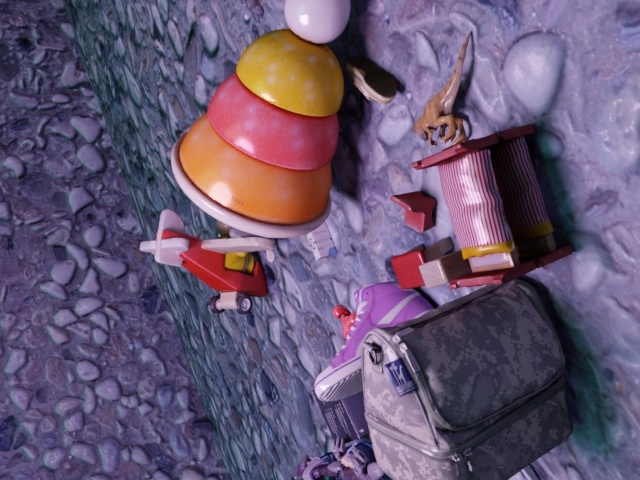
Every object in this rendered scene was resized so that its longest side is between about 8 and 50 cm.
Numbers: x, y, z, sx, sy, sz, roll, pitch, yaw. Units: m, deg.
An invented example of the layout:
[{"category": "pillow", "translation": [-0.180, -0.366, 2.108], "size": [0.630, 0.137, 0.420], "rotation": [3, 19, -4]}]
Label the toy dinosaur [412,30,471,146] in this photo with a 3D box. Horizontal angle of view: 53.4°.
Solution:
[{"category": "toy dinosaur", "translation": [0.195, -0.212, 1.016], "size": [0.112, 0.064, 0.211], "rotation": [64, 151, 20]}]

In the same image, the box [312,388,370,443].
[{"category": "box", "translation": [0.071, 0.413, 1.585], "size": [0.156, 0.093, 0.158], "rotation": [64, 153, 14]}]

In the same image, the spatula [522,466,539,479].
[{"category": "spatula", "translation": [0.277, 0.357, 1.096], "size": [0.242, 0.168, 0.019], "rotation": [52, 136, 20]}]

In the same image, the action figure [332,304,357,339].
[{"category": "action figure", "translation": [0.156, 0.203, 1.327], "size": [0.280, 0.139, 0.092], "rotation": [34, 135, 19]}]

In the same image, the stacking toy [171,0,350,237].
[{"category": "stacking toy", "translation": [-0.060, -0.275, 1.223], "size": [0.351, 0.350, 0.480], "rotation": [53, 130, 33]}]

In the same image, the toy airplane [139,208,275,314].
[{"category": "toy airplane", "translation": [-0.319, 0.017, 1.846], "size": [0.386, 0.273, 0.384], "rotation": [20, 154, 2]}]

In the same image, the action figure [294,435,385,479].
[{"category": "action figure", "translation": [0.060, 0.563, 1.536], "size": [0.285, 0.099, 0.185], "rotation": [-28, 94, 38]}]

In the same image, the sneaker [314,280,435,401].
[{"category": "sneaker", "translation": [0.082, 0.184, 1.234], "size": [0.161, 0.282, 0.102], "rotation": [48, 161, 32]}]

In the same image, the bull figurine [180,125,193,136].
[{"category": "bull figurine", "translation": [-0.331, -0.251, 1.945], "size": [0.310, 0.101, 0.189], "rotation": [25, 131, 58]}]

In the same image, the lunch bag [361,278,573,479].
[{"category": "lunch bag", "translation": [0.213, 0.211, 0.967], "size": [0.212, 0.305, 0.256], "rotation": [8, 114, 60]}]

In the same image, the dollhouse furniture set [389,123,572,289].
[{"category": "dollhouse furniture set", "translation": [0.195, -0.025, 1.026], "size": [0.374, 0.152, 0.201], "rotation": [-22, 86, 63]}]

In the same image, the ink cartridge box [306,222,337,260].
[{"category": "ink cartridge box", "translation": [0.000, 0.000, 1.523], "size": [0.028, 0.048, 0.083], "rotation": [-36, 73, 62]}]

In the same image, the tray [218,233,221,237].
[{"category": "tray", "translation": [-0.285, -0.029, 2.063], "size": [0.145, 0.030, 0.270], "rotation": [54, 148, 31]}]

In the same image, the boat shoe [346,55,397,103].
[{"category": "boat shoe", "translation": [0.092, -0.289, 1.177], "size": [0.153, 0.056, 0.048], "rotation": [52, 153, 40]}]

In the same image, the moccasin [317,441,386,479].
[{"category": "moccasin", "translation": [0.062, 0.630, 1.701], "size": [0.138, 0.116, 0.342], "rotation": [65, 150, 16]}]
